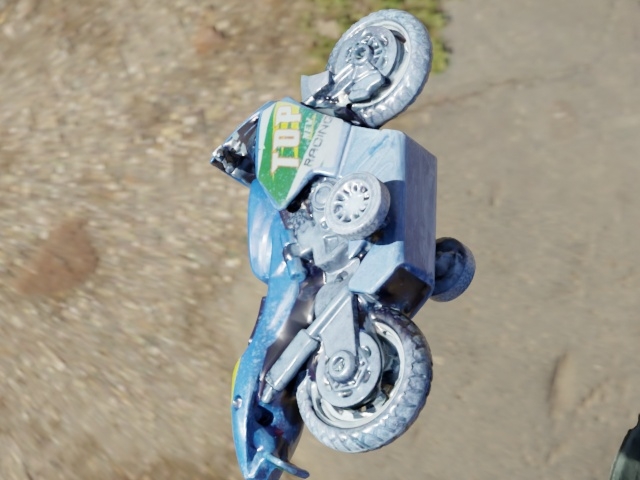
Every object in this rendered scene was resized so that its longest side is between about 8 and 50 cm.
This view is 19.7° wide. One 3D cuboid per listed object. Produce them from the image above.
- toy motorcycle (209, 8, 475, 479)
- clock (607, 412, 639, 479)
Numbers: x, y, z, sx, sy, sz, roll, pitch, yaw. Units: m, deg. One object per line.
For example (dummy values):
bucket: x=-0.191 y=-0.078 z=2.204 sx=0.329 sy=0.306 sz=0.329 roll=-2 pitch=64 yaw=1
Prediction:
toy motorcycle: x=0.000 y=0.000 z=0.957 sx=0.092 sy=0.135 sz=0.254 roll=32 pitch=51 yaw=-47
clock: x=0.254 y=0.088 z=1.028 sx=0.049 sy=0.226 sz=0.226 roll=41 pitch=81 yaw=-8
